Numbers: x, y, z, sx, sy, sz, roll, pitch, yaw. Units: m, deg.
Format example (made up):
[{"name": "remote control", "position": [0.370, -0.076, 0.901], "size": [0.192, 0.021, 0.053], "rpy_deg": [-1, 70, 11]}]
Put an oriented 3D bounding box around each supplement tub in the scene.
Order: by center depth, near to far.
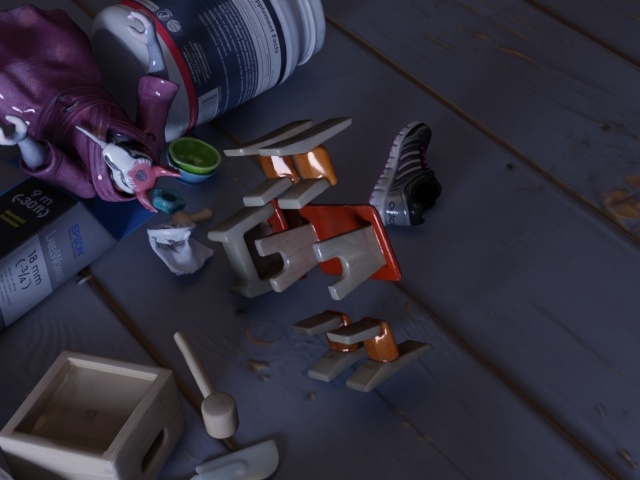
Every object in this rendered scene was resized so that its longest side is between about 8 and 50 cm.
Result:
[{"name": "supplement tub", "position": [-0.149, -0.265, 1.645], "size": [0.272, 0.191, 0.191], "rpy_deg": [-32, 49, -28]}]

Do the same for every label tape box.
[{"name": "label tape box", "position": [-0.397, -0.025, 1.463], "size": [0.241, 0.106, 0.334], "rpy_deg": [27, 50, 29]}]

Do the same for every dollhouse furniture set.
[{"name": "dollhouse furniture set", "position": [0.000, 0.000, 1.315], "size": [0.135, 0.262, 0.259], "rpy_deg": [-28, 16, -27]}]

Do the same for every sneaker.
[{"name": "sneaker", "position": [0.117, -0.077, 1.516], "size": [0.075, 0.063, 0.170], "rpy_deg": [11, 49, 17]}]

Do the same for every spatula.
[{"name": "spatula", "position": [-0.127, 0.283, 1.165], "size": [0.242, 0.019, 0.168], "rpy_deg": [-18, 45, -15]}]

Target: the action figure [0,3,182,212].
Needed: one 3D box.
[{"name": "action figure", "position": [-0.295, -0.128, 1.461], "size": [0.248, 0.275, 0.370], "rpy_deg": [-30, 55, -26]}]

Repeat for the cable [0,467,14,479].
[{"name": "cable", "position": [-0.376, 0.301, 1.109], "size": [0.257, 0.089, 0.257], "rpy_deg": [10, 44, 15]}]

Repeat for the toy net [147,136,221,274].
[{"name": "toy net", "position": [-0.181, -0.050, 1.490], "size": [0.122, 0.045, 0.232], "rpy_deg": [14, 35, -17]}]

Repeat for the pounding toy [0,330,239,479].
[{"name": "pounding toy", "position": [-0.172, 0.180, 1.220], "size": [0.206, 0.094, 0.181], "rpy_deg": [8, 40, 21]}]
